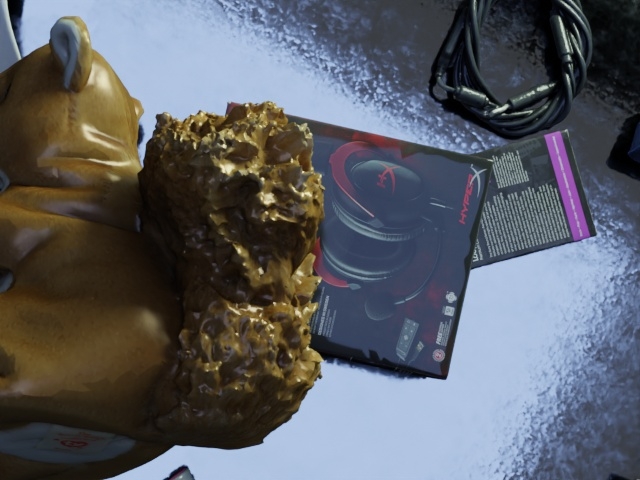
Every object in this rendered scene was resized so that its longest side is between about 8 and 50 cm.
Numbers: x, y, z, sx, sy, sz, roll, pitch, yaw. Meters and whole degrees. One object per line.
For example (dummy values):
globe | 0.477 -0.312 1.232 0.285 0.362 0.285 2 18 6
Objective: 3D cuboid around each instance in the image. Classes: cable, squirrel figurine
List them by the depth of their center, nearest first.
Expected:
squirrel figurine | -0.173 -0.004 1.217 0.396 0.281 0.371 -7 65 14
cable | 0.213 -0.205 1.440 0.150 0.047 0.185 28 81 -3

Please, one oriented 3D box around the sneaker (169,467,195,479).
sneaker | -0.157 0.306 1.336 0.074 0.063 0.170 36 77 4

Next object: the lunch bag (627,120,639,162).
lunch bag | 0.377 -0.103 1.438 0.098 0.067 0.065 24 82 -5

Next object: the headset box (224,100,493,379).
headset box | 0.000 0.000 1.350 0.293 0.110 0.218 13 85 2

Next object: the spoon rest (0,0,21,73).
spoon rest | -0.337 -0.182 1.356 0.137 0.084 0.277 8 83 -6

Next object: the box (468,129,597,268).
box | 0.192 -0.039 1.430 0.162 0.029 0.116 -14 85 -9
